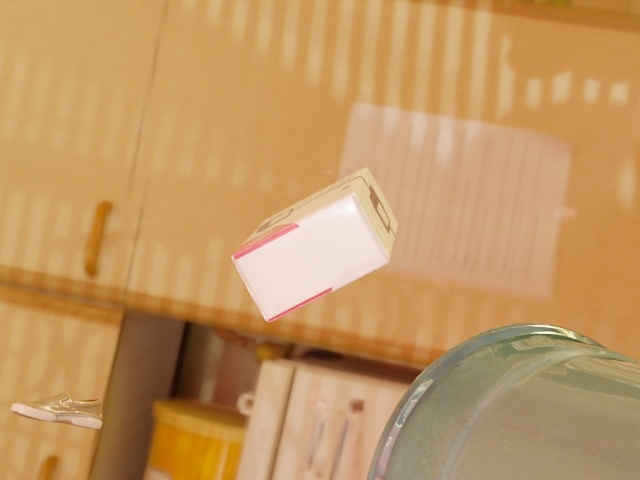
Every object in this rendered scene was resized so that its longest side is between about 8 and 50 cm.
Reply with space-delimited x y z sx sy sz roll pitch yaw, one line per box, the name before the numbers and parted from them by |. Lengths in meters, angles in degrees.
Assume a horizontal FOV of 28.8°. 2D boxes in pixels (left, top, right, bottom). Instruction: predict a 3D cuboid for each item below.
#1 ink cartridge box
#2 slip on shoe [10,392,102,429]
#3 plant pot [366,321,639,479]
ink cartridge box | 0.000 0.000 1.589 0.100 0.172 0.237 62 -170 -7
slip on shoe | -0.346 0.221 1.646 0.135 0.051 0.041 18 -103 -38
plant pot | 0.258 0.242 0.984 0.334 0.341 0.341 -2 75 64
